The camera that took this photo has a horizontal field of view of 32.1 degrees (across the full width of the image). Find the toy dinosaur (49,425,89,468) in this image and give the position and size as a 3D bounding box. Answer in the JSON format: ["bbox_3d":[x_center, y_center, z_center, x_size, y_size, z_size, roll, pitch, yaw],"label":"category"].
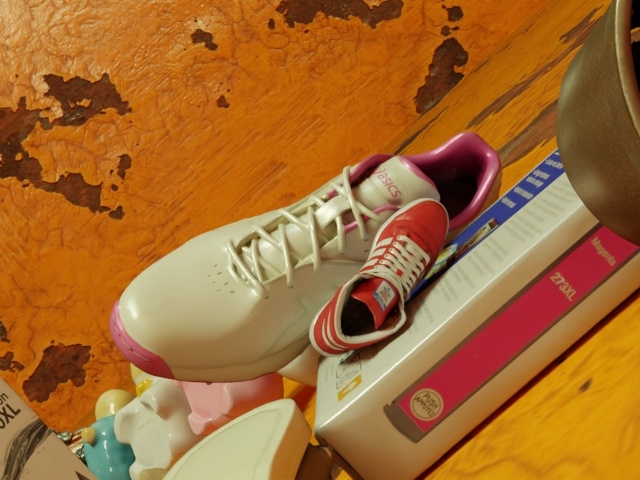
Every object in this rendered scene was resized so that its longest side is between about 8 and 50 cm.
[{"bbox_3d":[-0.283,0.267,1.138,0.218,0.164,0.322,-22,-9,21],"label":"toy dinosaur"}]

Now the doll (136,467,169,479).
[{"bbox_3d":[-0.108,0.213,0.643,0.129,0.046,0.189,1,-56,-53],"label":"doll"}]

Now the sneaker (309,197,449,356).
[{"bbox_3d":[0.042,0.020,0.653,0.118,0.042,0.067,-51,3,-12],"label":"sneaker"}]

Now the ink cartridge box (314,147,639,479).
[{"bbox_3d":[0.149,-0.009,0.660,0.371,0.069,0.176,-44,5,6],"label":"ink cartridge box"}]

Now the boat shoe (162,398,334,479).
[{"bbox_3d":[-0.053,0.182,0.472,0.109,0.091,0.305,-26,13,26],"label":"boat shoe"}]

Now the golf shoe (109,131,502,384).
[{"bbox_3d":[0.000,0.000,0.761,0.306,0.115,0.140,-19,-32,-32],"label":"golf shoe"}]

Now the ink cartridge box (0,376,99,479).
[{"bbox_3d":[-0.269,0.221,0.865,0.100,0.237,0.172,-39,7,26],"label":"ink cartridge box"}]

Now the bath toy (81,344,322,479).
[{"bbox_3d":[-0.073,0.114,0.967,0.129,0.151,0.348,4,-31,-45],"label":"bath toy"}]

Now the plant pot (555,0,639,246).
[{"bbox_3d":[0.176,-0.062,0.455,0.167,0.167,0.165,-43,-1,-6],"label":"plant pot"}]
